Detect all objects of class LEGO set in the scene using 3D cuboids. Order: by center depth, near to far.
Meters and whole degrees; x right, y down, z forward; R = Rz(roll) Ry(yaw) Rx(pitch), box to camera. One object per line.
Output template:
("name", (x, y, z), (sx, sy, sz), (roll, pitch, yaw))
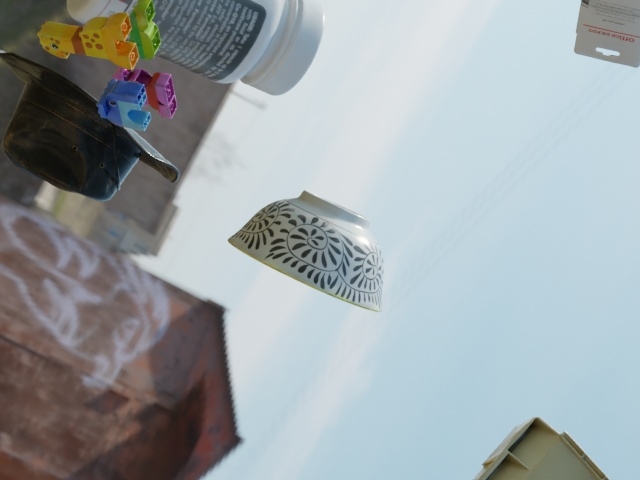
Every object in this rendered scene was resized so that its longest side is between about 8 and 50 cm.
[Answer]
("LEGO set", (-0.212, -0.189, 1.175), (0.227, 0.093, 0.087), (86, 19, -50))

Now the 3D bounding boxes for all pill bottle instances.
("pill bottle", (-0.148, -0.289, 1.484), (0.161, 0.283, 0.161), (-37, -138, 43))

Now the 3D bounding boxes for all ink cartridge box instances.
("ink cartridge box", (0.198, -0.158, 0.805), (0.083, 0.048, 0.028), (89, 23, -49))

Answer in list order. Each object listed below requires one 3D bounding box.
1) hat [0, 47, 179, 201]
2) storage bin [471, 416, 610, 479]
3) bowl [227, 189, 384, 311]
("hat", (-0.373, -0.141, 1.778), (0.134, 0.331, 0.331), (-55, -171, -6))
("storage bin", (0.245, 0.387, 1.406), (0.262, 0.260, 0.123), (-41, 176, -29))
("bowl", (0.000, 0.000, 1.209), (0.170, 0.170, 0.080), (-137, -109, -80))
